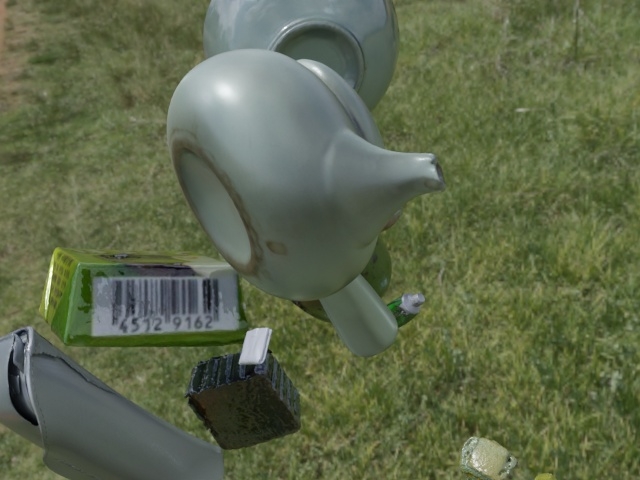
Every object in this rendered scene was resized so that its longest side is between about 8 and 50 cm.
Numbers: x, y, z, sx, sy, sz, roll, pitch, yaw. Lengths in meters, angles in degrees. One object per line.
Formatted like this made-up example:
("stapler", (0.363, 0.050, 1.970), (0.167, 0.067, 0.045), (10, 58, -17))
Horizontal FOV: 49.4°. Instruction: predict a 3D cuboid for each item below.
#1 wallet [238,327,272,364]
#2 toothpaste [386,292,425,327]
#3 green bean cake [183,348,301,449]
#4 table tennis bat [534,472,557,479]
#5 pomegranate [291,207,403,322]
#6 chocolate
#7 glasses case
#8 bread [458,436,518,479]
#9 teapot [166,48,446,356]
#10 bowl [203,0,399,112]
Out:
("wallet", (-0.078, 0.125, 0.816), (0.011, 0.044, 0.083), (20, -16, -17))
("toothpaste", (0.155, 0.178, 1.588), (0.047, 0.078, 0.248), (-34, -5, -41))
("green bean cake", (-0.140, 0.291, 1.296), (0.173, 0.181, 0.094), (-19, 34, 16))
("table tennis bat", (0.541, 0.650, 1.640), (0.224, 0.054, 0.368), (-16, 4, 18))
("pomegranate", (0.036, 0.015, 1.057), (0.187, 0.187, 0.225), (20, 63, 43))
("chocolate", (-0.305, 0.091, 1.189), (0.300, 0.137, 0.288), (4, 3, -29))
("glasses case", (-0.230, 0.199, 0.707), (0.128, 0.308, 0.083), (-15, 48, 26))
("bread", (0.339, 0.472, 1.463), (0.110, 0.156, 0.103), (33, 63, 19))
("teapot", (-0.023, -0.022, 0.604), (0.149, 0.318, 0.220), (-31, 65, -21))
("bowl", (-0.018, -0.253, 0.960), (0.289, 0.289, 0.146), (-10, 30, -2))
